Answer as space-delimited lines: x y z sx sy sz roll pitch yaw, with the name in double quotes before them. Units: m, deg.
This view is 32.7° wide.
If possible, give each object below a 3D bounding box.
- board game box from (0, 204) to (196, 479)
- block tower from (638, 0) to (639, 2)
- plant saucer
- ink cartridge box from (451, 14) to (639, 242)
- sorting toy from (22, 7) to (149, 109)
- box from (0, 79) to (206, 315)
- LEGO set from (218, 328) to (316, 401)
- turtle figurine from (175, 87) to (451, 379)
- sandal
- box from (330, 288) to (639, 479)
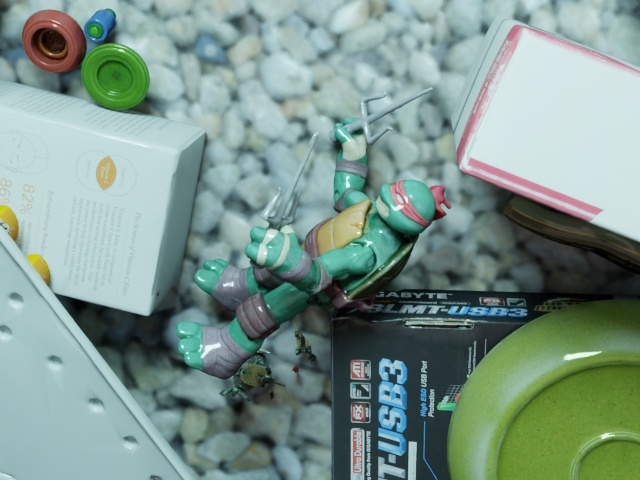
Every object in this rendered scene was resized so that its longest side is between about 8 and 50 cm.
"board game box" -0.279 0.203 0.871 0.390 0.050 0.390 -25 111 23
"block tower" 0.325 -0.259 0.688 0.097 0.091 0.335 36 107 -4
"plant saucer" 0.212 0.161 0.785 0.241 0.037 0.241 2 107 5
"ink cartridge box" 0.172 -0.073 0.696 0.158 0.218 0.092 22 103 0
"sorting toy" -0.169 -0.144 0.813 0.102 0.042 0.061 27 120 -7
"box" -0.186 -0.035 0.818 0.170 0.091 0.130 14 108 3
"LEGO set" -0.044 0.101 0.883 0.083 0.023 0.054 -13 108 -3
"turtle figurine" 0.000 0.000 0.768 0.234 0.175 0.118 -39 95 29
"sandal" 0.224 -0.006 0.796 0.180 0.072 0.049 20 89 5
"box" 0.155 0.187 0.855 0.293 0.073 0.295 1 107 7
